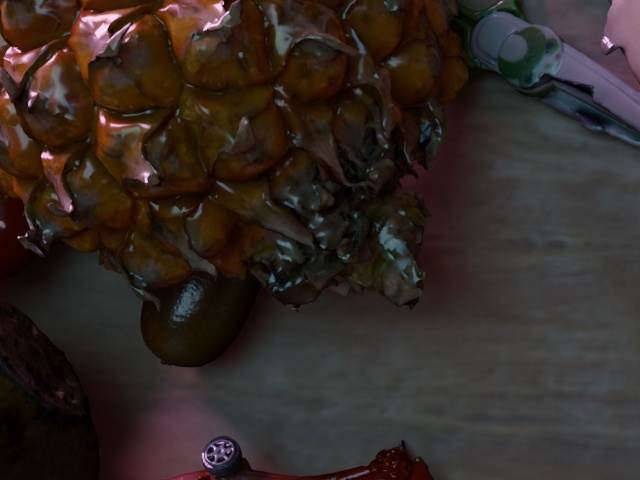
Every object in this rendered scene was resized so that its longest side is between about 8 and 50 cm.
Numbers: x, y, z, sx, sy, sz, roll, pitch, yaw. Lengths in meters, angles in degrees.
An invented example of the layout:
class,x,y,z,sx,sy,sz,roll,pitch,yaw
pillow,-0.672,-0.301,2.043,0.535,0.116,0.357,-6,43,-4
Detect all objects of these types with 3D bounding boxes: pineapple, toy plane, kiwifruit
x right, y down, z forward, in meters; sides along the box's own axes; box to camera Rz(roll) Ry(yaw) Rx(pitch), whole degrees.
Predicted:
class,x,y,z,sx,sy,sz,roll,pitch,yaw
pineapple,-0.037,-0.103,0.770,0.344,0.209,0.286,-37,60,-7
toy plane,-0.033,0.155,0.853,0.194,0.126,0.077,-32,39,18
kiwifruit,-0.076,0.027,0.914,0.075,0.075,0.124,22,84,29

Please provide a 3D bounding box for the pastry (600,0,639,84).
class,x,y,z,sx,sy,sz,roll,pitch,yaw
pastry,0.285,-0.132,0.740,0.265,0.133,0.264,-4,81,25

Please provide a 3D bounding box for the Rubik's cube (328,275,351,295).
class,x,y,z,sx,sy,sz,roll,pitch,yaw
Rubik's cube,-0.001,0.001,0.880,0.075,0.084,0.073,-23,65,38

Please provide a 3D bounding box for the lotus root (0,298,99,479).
class,x,y,z,sx,sy,sz,roll,pitch,yaw
lotus root,-0.300,0.178,0.894,0.346,0.250,0.250,-39,65,15

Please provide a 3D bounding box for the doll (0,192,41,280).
class,x,y,z,sx,sy,sz,roll,pitch,yaw
doll,-0.263,-0.060,0.977,0.183,0.160,0.363,31,96,12

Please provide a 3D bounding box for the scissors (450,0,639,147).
class,x,y,z,sx,sy,sz,roll,pitch,yaw
scissors,0.134,-0.116,0.866,0.204,0.027,0.101,36,98,31
